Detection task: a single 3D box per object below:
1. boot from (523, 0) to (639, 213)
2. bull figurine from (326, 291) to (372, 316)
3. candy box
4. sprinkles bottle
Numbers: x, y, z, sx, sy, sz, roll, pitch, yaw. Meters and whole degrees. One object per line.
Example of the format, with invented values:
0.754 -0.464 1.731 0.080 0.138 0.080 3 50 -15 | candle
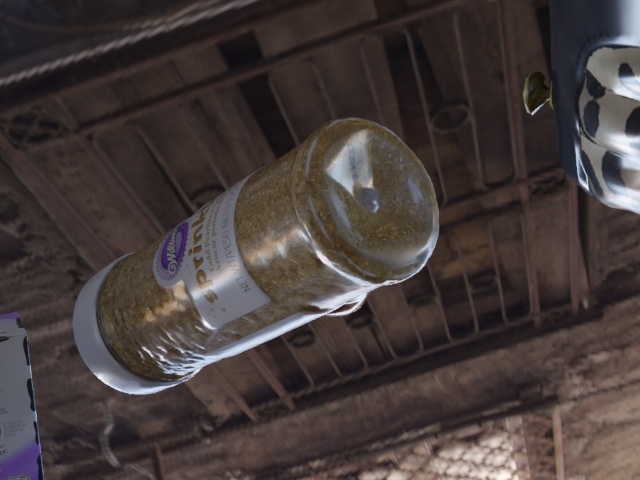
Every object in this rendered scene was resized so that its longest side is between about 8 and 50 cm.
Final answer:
0.080 -0.171 0.337 0.138 0.284 0.377 -26 -149 -19 | boot
0.000 0.000 1.191 0.188 0.310 0.101 7 -118 -2 | bull figurine
-0.337 0.175 1.014 0.165 0.196 0.070 -7 -163 -19 | candy box
-0.065 0.025 0.885 0.355 0.121 0.121 -28 -128 48 | sprinkles bottle
